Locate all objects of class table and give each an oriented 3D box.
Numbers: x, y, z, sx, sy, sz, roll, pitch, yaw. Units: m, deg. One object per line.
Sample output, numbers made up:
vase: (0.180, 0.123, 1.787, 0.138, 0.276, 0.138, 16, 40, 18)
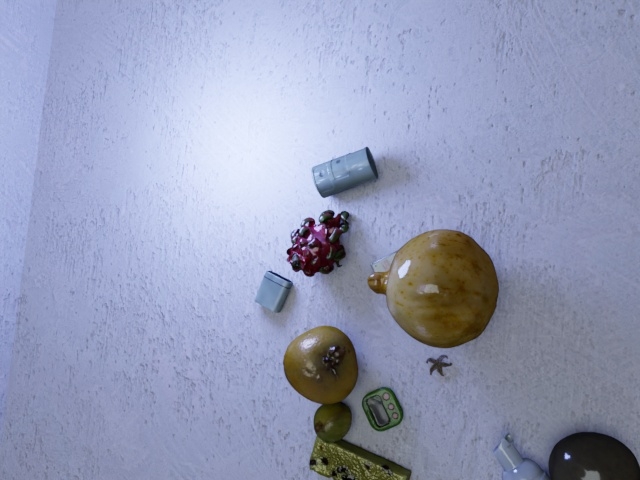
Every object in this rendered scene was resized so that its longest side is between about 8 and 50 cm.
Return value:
table: (0.090, -0.249, 1.932, 0.220, 0.126, 0.126, -18, 80, 18)

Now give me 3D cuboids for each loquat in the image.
loquat: (0.010, 0.430, 1.833, 0.274, 0.275, 0.275, -2, 85, 20)

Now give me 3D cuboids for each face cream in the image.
face cream: (0.661, 0.782, 1.636, 0.145, 0.145, 0.370, -36, 74, 14)

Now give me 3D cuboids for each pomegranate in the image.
pomegranate: (0.354, 0.151, 1.672, 0.410, 0.410, 0.410, -2, 85, 20)

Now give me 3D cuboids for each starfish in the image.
starfish: (0.407, 0.434, 1.816, 0.078, 0.028, 0.091, 41, 105, 16)

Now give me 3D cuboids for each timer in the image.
timer: (0.221, 0.600, 1.863, 0.128, 0.047, 0.140, -28, 77, 15)

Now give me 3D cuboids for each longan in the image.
longan: (0.813, 0.690, 1.550, 0.248, 0.248, 0.248, -2, 85, 20)

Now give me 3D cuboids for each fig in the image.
fig: (0.043, 0.651, 1.882, 0.136, 0.153, 0.121, -12, 124, 33)

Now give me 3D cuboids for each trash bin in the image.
trash bin: (-0.183, 0.198, 2.036, 0.116, 0.059, 0.130, 26, 96, 22)

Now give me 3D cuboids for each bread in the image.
bread: (0.130, 0.817, 1.863, 0.361, 0.077, 0.138, 17, 91, 21)

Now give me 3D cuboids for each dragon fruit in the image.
dragon fruit: (-0.005, 0.002, 1.913, 0.218, 0.198, 0.273, 17, 91, 29)

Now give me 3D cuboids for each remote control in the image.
remote control: (0.280, 0.082, 1.887, 0.190, 0.029, 0.088, -29, 77, 16)
